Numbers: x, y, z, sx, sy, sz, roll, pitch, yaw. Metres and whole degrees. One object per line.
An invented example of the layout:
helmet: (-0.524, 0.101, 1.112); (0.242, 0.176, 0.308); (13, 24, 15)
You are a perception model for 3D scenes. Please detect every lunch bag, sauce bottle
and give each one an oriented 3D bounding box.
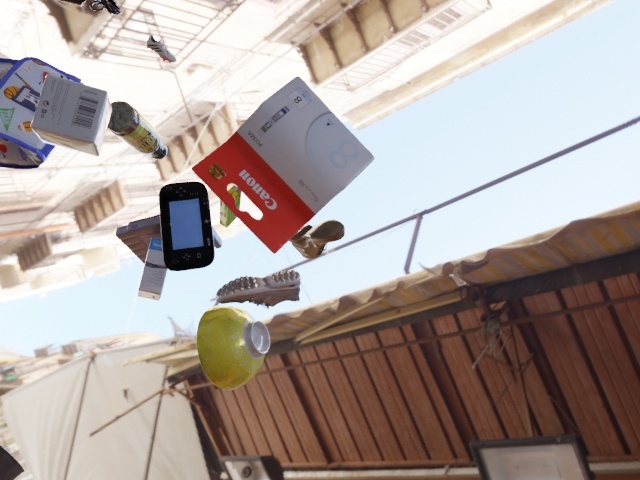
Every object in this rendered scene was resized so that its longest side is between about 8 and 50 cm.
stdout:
lunch bag: (-0.985, -0.412, 1.469); (0.385, 0.328, 0.239); (11, -29, 10)
sauce bottle: (-0.631, -0.371, 1.605); (0.111, 0.344, 0.111); (0, -97, 3)

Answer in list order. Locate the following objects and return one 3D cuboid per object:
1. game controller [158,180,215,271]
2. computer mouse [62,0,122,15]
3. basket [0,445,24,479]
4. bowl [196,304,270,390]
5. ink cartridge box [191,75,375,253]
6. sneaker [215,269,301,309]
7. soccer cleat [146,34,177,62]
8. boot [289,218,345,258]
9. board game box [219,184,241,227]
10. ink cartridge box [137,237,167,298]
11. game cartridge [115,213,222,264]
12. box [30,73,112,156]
game controller: (-0.452, -0.052, 1.543); (0.166, 0.067, 0.319); (-10, -108, -2)
computer mouse: (-0.627, -0.614, 1.071); (0.188, 0.272, 0.072); (42, -56, 31)
basket: (-1.151, 0.815, 1.520); (0.154, 0.227, 0.204); (23, -48, 16)
bowl: (-0.266, 0.344, 1.541); (0.156, 0.289, 0.290); (-19, -92, 21)
ink cartridge box: (-0.086, -0.204, 1.189); (0.308, 0.385, 0.091); (46, -26, -5)
sneaker: (-0.196, 0.180, 1.468); (0.281, 0.105, 0.115); (-8, -66, 1)
soccer cleat: (-0.375, -0.453, 1.081); (0.083, 0.029, 0.036); (35, -51, 1)
boot: (0.000, 0.000, 1.669); (0.305, 0.112, 0.115); (-7, -63, 54)
board game box: (-0.381, -0.141, 1.927); (0.043, 0.092, 0.181); (32, -34, 8)
ink cartridge box: (-0.619, 0.111, 1.713); (0.148, 0.085, 0.203); (142, -41, -62)
game cartridge: (-0.607, -0.017, 1.841); (0.355, 0.068, 0.230); (-13, -44, 9)
box: (-0.437, -0.218, 0.810); (0.087, 0.102, 0.101); (161, -59, -70)
